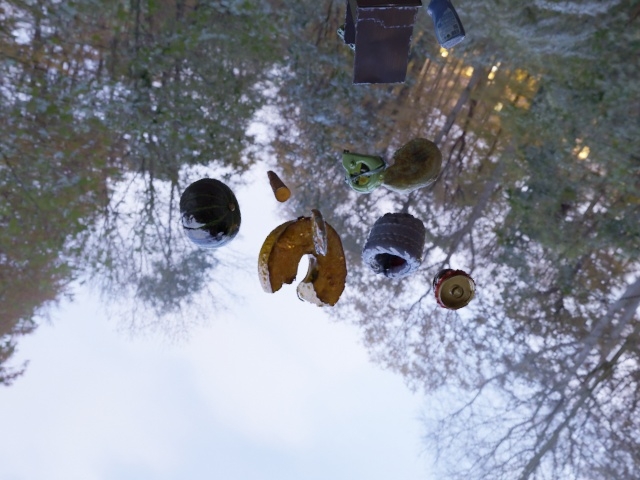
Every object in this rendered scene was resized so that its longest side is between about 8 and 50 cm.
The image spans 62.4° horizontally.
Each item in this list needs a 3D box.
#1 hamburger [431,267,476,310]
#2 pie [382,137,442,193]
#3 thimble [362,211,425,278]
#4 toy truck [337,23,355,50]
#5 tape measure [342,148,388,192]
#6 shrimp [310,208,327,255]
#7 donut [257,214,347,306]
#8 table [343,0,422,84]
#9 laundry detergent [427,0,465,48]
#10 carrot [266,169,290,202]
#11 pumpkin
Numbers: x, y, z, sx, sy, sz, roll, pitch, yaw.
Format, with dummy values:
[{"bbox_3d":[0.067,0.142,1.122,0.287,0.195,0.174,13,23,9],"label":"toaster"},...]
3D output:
[{"bbox_3d":[0.516,0.188,2.093,0.175,0.175,0.137,18,-172,-13],"label":"hamburger"},{"bbox_3d":[0.420,-0.348,2.446,0.075,0.337,0.337,51,-176,-39],"label":"pie"},{"bbox_3d":[0.263,0.018,1.850,0.205,0.236,0.172,12,-119,16],"label":"thimble"},{"bbox_3d":[0.197,-0.968,2.329,0.128,0.259,0.135,47,164,0],"label":"toy truck"},{"bbox_3d":[0.188,-0.287,2.219,0.200,0.175,0.106,11,-167,28],"label":"tape measure"},{"bbox_3d":[0.000,0.000,2.054,0.062,0.317,0.164,-8,-119,-2],"label":"shrimp"},{"bbox_3d":[-0.076,0.086,2.291,0.435,0.378,0.163,27,168,-37],"label":"donut"},{"bbox_3d":[0.187,-0.694,1.703,0.196,0.282,0.251,-5,-127,-4],"label":"table"},{"bbox_3d":[0.439,-0.794,1.874,0.061,0.096,0.206,-9,-100,-52],"label":"laundry detergent"},{"bbox_3d":[-0.157,-0.205,1.862,0.057,0.057,0.224,12,-156,-24],"label":"carrot"},{"bbox_3d":[-0.496,-0.124,2.392,0.241,0.323,0.323,-9,-160,15],"label":"pumpkin"}]
